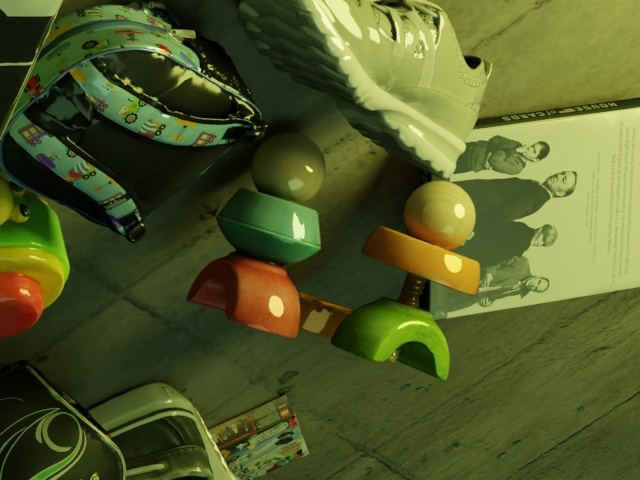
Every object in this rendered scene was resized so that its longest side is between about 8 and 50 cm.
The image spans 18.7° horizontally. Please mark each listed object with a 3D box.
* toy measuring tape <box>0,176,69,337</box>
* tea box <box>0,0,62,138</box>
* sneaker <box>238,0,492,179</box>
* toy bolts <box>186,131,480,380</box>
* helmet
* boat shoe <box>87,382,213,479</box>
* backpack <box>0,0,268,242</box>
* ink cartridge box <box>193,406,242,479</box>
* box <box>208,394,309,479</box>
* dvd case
[{"bbox_3d":[-0.260,0.045,1.486,0.121,0.121,0.330,-12,153,-24],"label":"toy measuring tape"},{"bbox_3d":[-0.346,-0.139,1.049,0.329,0.220,0.323,-1,138,-36],"label":"tea box"},{"bbox_3d":[0.037,-0.155,1.458,0.115,0.105,0.281,-59,144,-6],"label":"sneaker"},{"bbox_3d":[0.000,0.000,1.614,0.228,0.218,0.158,17,91,-38],"label":"toy bolts"},{"bbox_3d":[-0.258,0.202,1.644,0.161,0.169,0.169,-47,148,-6],"label":"helmet"},{"bbox_3d":[-0.253,0.254,1.761,0.335,0.119,0.121,-32,142,2],"label":"boat shoe"},{"bbox_3d":[-0.150,-0.097,1.350,0.158,0.117,0.173,-39,147,18],"label":"backpack"},{"bbox_3d":[-0.173,0.364,1.859,0.304,0.307,0.072,-28,173,2],"label":"ink cartridge box"},{"bbox_3d":[-0.084,0.210,1.918,0.137,0.027,0.094,-24,149,-6],"label":"box"},{"bbox_3d":[0.202,-0.029,1.698,0.239,0.029,0.179,-9,116,-17],"label":"dvd case"}]
